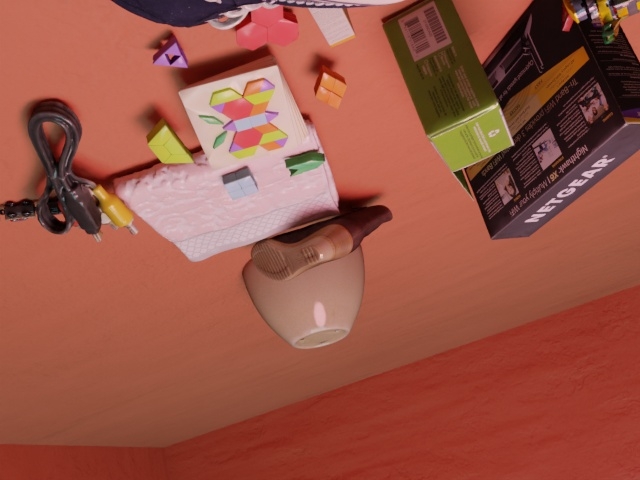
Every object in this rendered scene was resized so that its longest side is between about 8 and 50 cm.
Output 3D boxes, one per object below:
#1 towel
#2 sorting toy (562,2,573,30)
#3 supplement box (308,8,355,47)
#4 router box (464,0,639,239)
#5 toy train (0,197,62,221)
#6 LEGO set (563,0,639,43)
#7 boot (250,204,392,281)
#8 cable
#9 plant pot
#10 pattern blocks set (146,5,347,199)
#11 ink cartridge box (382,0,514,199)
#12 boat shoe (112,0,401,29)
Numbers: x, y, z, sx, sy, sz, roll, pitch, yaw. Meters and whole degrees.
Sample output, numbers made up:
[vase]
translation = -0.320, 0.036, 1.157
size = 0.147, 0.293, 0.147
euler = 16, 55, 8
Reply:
[towel]
translation = -0.140, -0.074, 1.197
size = 0.331, 0.053, 0.317
euler = -18, 156, 4
[sorting toy]
translation = 0.277, -0.355, 0.729
size = 0.046, 0.132, 0.274
euler = 8, 156, 6
[supplement box]
translation = 0.005, -0.282, 0.802
size = 0.036, 0.062, 0.098
euler = -20, 157, 13
[router box]
translation = 0.318, -0.177, 0.994
size = 0.081, 0.243, 0.309
euler = -3, 155, -23
[toy train]
translation = -0.482, -0.045, 1.095
size = 0.158, 0.027, 0.036
euler = -9, 167, -15
[LEGO set]
translation = 0.136, -0.307, 0.529
size = 0.192, 0.331, 0.255
euler = -17, 171, 26
[boot]
translation = 0.000, 0.000, 1.364
size = 0.207, 0.090, 0.248
euler = -29, -167, -39
[cable]
translation = -0.372, -0.097, 1.009
size = 0.139, 0.072, 0.287
euler = 2, 139, 8
[plant pot]
translation = -0.020, 0.134, 1.558
size = 0.284, 0.191, 0.284
euler = -12, 156, -6
[pattern blocks set]
translation = -0.103, -0.172, 0.954
size = 0.285, 0.026, 0.325
euler = -23, 146, 13
[ink cartridge box]
translation = 0.195, -0.191, 0.962
size = 0.097, 0.189, 0.255
euler = -24, 156, 18
[boat shoe]
translation = -0.068, -0.259, 0.629
size = 0.340, 0.127, 0.158
euler = 20, 163, 8
